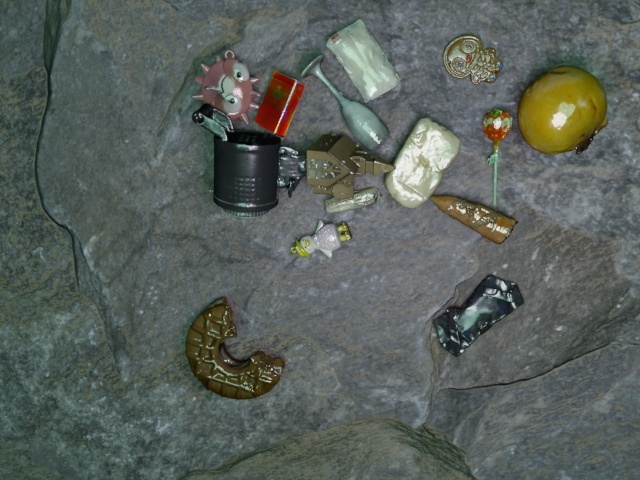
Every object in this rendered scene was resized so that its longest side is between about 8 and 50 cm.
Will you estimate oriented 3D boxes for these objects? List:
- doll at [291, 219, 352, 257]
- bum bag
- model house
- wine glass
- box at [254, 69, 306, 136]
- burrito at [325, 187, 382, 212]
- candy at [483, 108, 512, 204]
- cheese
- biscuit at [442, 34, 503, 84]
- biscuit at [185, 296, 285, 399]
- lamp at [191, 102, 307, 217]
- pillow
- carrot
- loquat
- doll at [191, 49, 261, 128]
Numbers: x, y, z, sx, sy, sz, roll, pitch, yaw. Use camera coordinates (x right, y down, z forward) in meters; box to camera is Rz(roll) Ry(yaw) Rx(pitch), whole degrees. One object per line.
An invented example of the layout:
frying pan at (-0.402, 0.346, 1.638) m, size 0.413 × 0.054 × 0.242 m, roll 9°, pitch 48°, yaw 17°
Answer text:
doll at (0.000, 0.000, 1.548) m, size 0.207 × 0.081 × 0.129 m, roll -19°, pitch 80°, yaw 14°
bum bag at (0.497, 0.233, 1.528) m, size 0.310 × 0.074 × 0.137 m, roll -42°, pitch 81°, yaw 8°
model house at (0.102, -0.207, 1.424) m, size 0.248 × 0.181 × 0.176 m, roll 9°, pitch 120°, yaw 18°
wine glass at (0.057, -0.383, 1.363) m, size 0.096 × 0.264 × 0.309 m, roll -40°, pitch 94°, yaw 23°
box at (-0.125, -0.419, 1.467) m, size 0.112 × 0.048 × 0.175 m, roll 37°, pitch 109°, yaw 36°
burrito at (0.104, -0.128, 1.523) m, size 0.188 × 0.045 × 0.058 m, roll -12°, pitch 125°, yaw 8°
candy at (0.525, -0.247, 1.435) m, size 0.078 × 0.084 × 0.288 m, roll -1°, pitch 112°, yaw 12°
cheese at (0.301, -0.226, 1.450) m, size 0.159 × 0.093 × 0.263 m, roll 32°, pitch 106°, yaw 4°
biscuit at (0.444, -0.525, 1.398) m, size 0.175 × 0.026 × 0.124 m, roll 25°, pitch 105°, yaw 3°
biscuit at (-0.316, 0.401, 1.662) m, size 0.268 × 0.115 × 0.366 m, roll -36°, pitch 93°, yaw 14°
lamp at (-0.234, -0.207, 1.455) m, size 0.374 × 0.205 × 0.272 m, roll 22°, pitch 110°, yaw -13°
pillow at (0.129, -0.533, 1.430) m, size 0.128 × 0.051 × 0.229 m, roll -35°, pitch 96°, yaw 6°
carrot at (0.457, -0.077, 1.461) m, size 0.263 × 0.102 × 0.102 m, roll 25°, pitch 104°, yaw 6°
loquat at (0.658, -0.346, 1.305) m, size 0.243 × 0.244 × 0.244 m, roll 2°, pitch 102°, yaw 8°
doll at (-0.290, -0.451, 1.485) m, size 0.211 × 0.093 × 0.262 m, roll 15°, pitch 108°, yaw -5°
